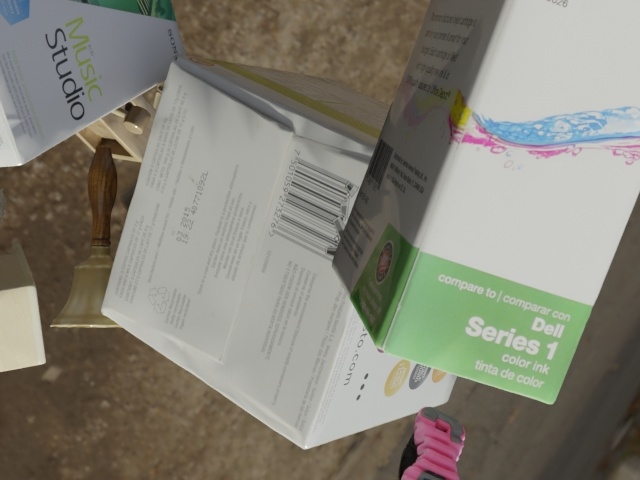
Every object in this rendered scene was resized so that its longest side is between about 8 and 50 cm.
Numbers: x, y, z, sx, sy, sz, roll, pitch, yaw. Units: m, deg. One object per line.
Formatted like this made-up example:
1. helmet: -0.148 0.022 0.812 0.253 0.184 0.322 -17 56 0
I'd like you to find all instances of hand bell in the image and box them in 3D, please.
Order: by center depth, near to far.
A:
1. hand bell: -0.293 -0.005 1.540 0.126 0.126 0.241 10 78 -67

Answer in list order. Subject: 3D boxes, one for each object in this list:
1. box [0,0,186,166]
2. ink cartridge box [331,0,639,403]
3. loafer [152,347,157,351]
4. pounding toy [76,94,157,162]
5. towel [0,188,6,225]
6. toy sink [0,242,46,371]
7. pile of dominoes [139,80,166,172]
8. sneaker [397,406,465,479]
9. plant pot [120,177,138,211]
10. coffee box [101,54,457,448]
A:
1. box: -0.283 -0.248 1.293 0.322 0.059 0.232 -45 128 -51
2. ink cartridge box: 0.116 -0.070 0.720 0.201 0.117 0.278 -119 -131 -76
3. loafer: -0.182 0.134 2.003 0.268 0.096 0.084 -15 152 9
4. pounding toy: -0.324 -0.216 1.833 0.181 0.206 0.094 49 63 -40
5. towel: -0.477 0.079 1.502 0.282 0.049 0.187 -58 -158 33
6. toy sink: -0.578 0.117 2.065 0.131 0.234 0.152 -9 113 -18
7. pile of dominoes: -0.263 -0.208 2.201 0.040 0.196 0.251 0 114 -36
8. sneaker: 0.071 0.173 0.823 0.057 0.047 0.119 -58 -177 33
9. plant pot: -0.222 -0.055 1.938 0.187 0.188 0.167 -38 -175 5
10. coffee box: 0.000 0.000 1.415 0.334 0.338 0.337 -3 116 -56
